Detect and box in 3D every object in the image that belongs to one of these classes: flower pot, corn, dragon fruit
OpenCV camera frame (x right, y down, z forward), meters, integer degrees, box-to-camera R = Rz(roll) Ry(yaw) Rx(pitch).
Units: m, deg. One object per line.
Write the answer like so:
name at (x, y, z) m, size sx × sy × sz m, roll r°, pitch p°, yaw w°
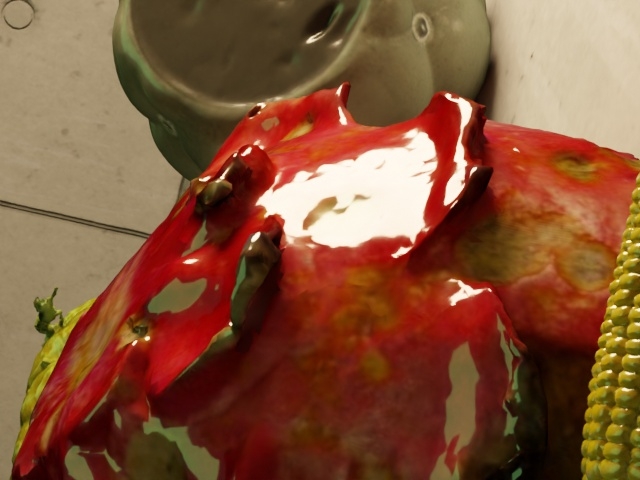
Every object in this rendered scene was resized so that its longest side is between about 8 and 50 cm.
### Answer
flower pot at (-0.010, -0.135, 1.268) m, size 0.195 × 0.246 × 0.246 m, roll 29°, pitch -109°, yaw -67°
corn at (0.138, 0.019, 0.720) m, size 0.067 × 0.067 × 0.206 m, roll 143°, pitch 139°, yaw -75°
dragon fruit at (-0.003, 0.088, 0.905) m, size 0.386 × 0.249 × 0.371 m, roll -76°, pitch 6°, yaw -50°

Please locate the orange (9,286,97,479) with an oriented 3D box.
orange at (-0.156, 0.197, 1.706) m, size 0.300 × 0.223 × 0.301 m, roll 89°, pitch -172°, yaw -61°
